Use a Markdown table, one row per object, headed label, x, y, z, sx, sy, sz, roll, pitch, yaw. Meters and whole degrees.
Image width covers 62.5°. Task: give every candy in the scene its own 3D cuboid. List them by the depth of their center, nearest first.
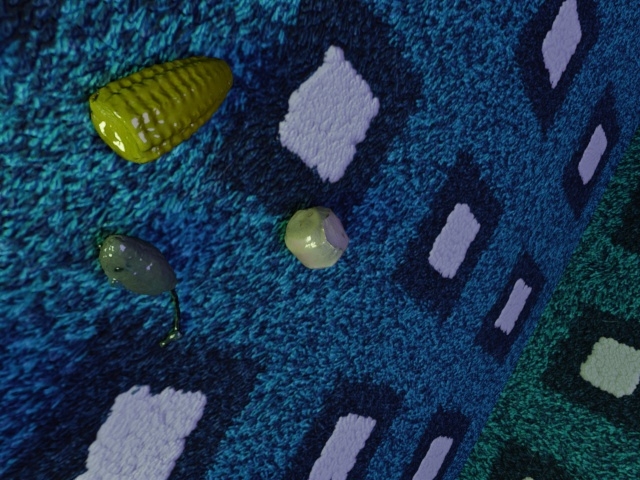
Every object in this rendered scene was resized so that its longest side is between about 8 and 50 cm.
| label | x | y | z | sx | sy | sz | roll | pitch | yaw |
| --- | --- | --- | --- | --- | --- | --- | --- | --- | --- |
| candy | -0.189 | -0.182 | 0.685 | 0.199 | 0.094 | 0.106 | -42 | 130 | -33 |

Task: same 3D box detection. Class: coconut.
| label | x | y | z | sx | sy | sz | roll | pitch | yaw |
| --- | --- | --- | --- | --- | --- | --- | --- | --- | --- |
| coconut | 0.000 | 0.000 | 0.968 | 0.110 | 0.110 | 0.124 | -56 | 136 | -10 |

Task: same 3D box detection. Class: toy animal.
| label | x | y | z | sx | sy | sz | roll | pitch | yaw |
| --- | --- | --- | --- | --- | --- | --- | --- | --- | --- |
| toy animal | -0.249 | 0.067 | 0.780 | 0.079 | 0.070 | 0.253 | -16 | 142 | -1 |
